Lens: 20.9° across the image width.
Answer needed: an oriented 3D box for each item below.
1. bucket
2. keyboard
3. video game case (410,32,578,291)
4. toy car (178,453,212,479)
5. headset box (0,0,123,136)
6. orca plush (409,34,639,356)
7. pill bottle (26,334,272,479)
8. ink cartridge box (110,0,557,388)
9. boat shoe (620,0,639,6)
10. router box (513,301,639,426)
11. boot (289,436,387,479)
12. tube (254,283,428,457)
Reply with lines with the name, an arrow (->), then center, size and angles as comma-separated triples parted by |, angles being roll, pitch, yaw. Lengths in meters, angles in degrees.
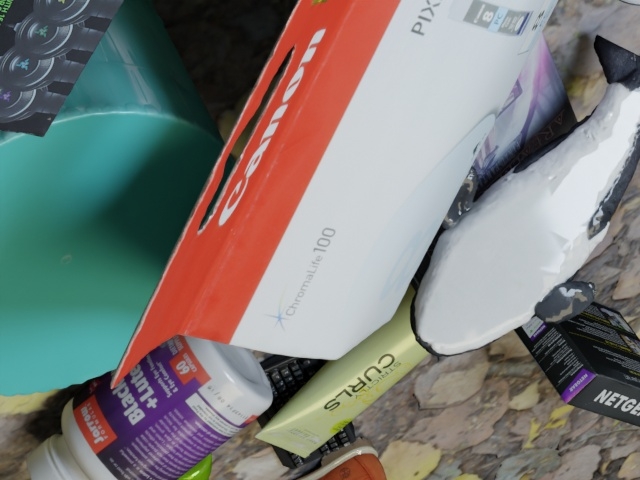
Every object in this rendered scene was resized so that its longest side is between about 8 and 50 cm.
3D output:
bucket -> -0.192, -0.046, 1.098 | 0.281, 0.183, 0.281 | -19, 141, -17
keyboard -> -0.006, 0.150, 1.600 | 0.108, 0.023, 0.180 | -29, 145, -4
video game case -> 0.116, -0.076, 1.384 | 0.196, 0.026, 0.274 | -45, 144, -7
toy car -> -0.194, 0.257, 1.534 | 0.188, 0.149, 0.155 | 4, 142, -2
headset box -> -0.247, -0.189, 0.838 | 0.283, 0.246, 0.131 | 8, 129, -40
orca plush -> 0.168, -0.034, 1.415 | 0.151, 0.102, 0.287 | 24, 95, -8
pill bottle -> -0.144, 0.150, 1.426 | 0.193, 0.108, 0.108 | -39, 143, 9
ink cartridge box -> 0.033, -0.061, 1.075 | 0.308, 0.091, 0.385 | -62, 171, 16
boat shoe -> 0.333, -0.217, 1.354 | 0.258, 0.095, 0.084 | -18, 137, -17
router box -> 0.260, 0.109, 1.651 | 0.179, 0.133, 0.046 | 20, 119, -47
boot -> 0.001, 0.270, 1.694 | 0.158, 0.085, 0.059 | -38, 145, 11
tube -> 0.050, 0.107, 1.542 | 0.240, 0.062, 0.070 | -43, 106, 9
